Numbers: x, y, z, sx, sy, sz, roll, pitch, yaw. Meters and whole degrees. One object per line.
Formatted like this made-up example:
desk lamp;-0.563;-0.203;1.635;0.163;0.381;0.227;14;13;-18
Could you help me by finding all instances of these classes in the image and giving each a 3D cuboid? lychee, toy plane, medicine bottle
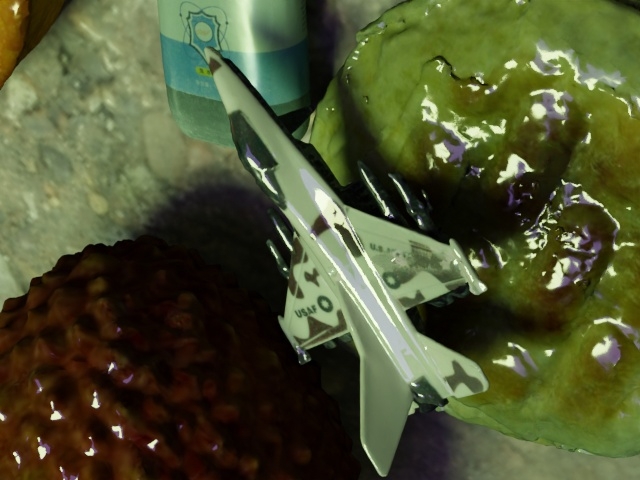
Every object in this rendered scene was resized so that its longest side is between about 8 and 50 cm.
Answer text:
lychee;-0.109;0.148;0.967;0.275;0.275;0.304;8;107;26
toy plane;0.014;0.000;0.859;0.160;0.082;0.234;-26;85;51
medicine bottle;-0.050;-0.151;0.890;0.090;0.053;0.209;16;123;33

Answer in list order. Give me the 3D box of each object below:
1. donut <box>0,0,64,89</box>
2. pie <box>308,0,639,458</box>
donut;-0.251;-0.190;0.944;0.253;0.118;0.253;14;127;20
pie;0.118;-0.006;0.877;0.306;0.071;0.306;13;123;21
